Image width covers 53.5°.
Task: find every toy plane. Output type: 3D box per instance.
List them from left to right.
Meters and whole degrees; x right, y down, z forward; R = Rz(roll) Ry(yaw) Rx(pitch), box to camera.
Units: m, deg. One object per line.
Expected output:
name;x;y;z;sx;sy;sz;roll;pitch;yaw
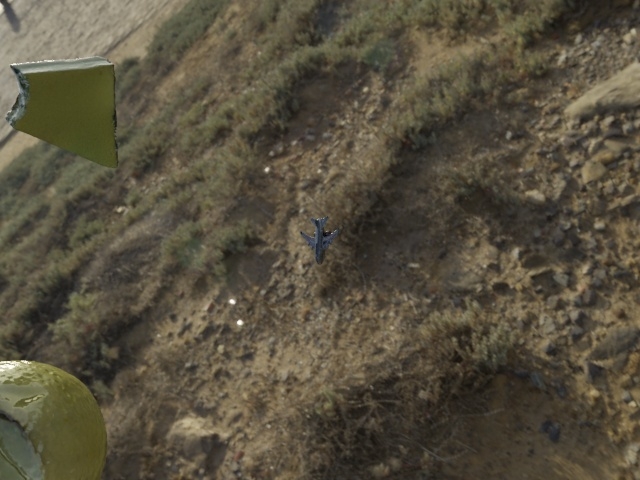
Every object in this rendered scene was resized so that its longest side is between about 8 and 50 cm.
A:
toy plane;0.000;0.000;1.092;0.079;0.031;0.083;-4;90;35

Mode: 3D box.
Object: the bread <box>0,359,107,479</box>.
bread;-0.522;0.353;1.060;0.321;0.237;0.320;-3;78;15

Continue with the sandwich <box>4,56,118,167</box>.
sandwich;-0.533;-0.251;1.309;0.063;0.212;0.244;43;136;38
